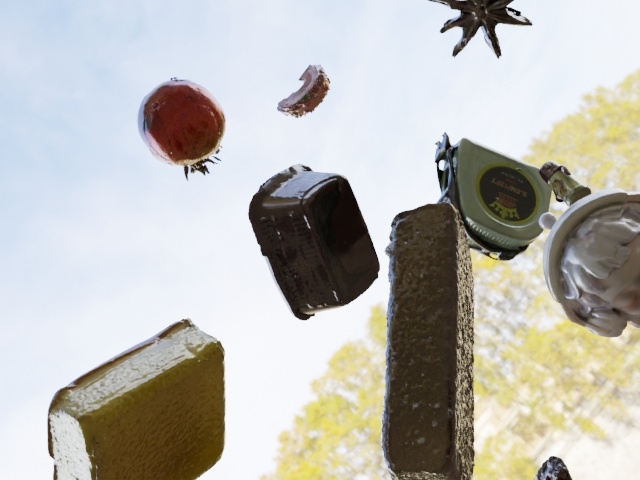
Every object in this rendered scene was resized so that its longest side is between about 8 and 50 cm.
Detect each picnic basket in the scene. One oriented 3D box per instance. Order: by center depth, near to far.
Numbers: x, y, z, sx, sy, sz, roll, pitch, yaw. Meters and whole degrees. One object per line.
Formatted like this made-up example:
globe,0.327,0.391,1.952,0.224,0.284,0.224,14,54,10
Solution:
picnic basket,0.000,0.000,1.624,0.222,0.129,0.297,-38,-66,-41

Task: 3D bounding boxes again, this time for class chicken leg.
chicken leg,0.601,0.698,2.042,0.083,0.322,0.177,-1,-3,-9

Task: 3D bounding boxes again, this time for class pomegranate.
pomegranate,-0.321,-0.264,1.947,0.210,0.210,0.235,-39,-54,-23

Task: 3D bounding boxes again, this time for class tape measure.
tape measure,0.311,-0.074,1.591,0.115,0.235,0.207,123,168,-62

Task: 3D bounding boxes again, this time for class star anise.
star anise,0.406,-0.590,2.118,0.088,0.288,0.288,-83,18,-67

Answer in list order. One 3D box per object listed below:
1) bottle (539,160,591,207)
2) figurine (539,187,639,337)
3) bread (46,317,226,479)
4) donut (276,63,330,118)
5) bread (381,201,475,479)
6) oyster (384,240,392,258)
bottle,0.413,-0.098,1.417,0.047,0.101,0.063,4,-54,-38
figurine,0.342,0.041,0.888,0.162,0.237,0.141,-53,3,12
bread,-0.323,0.347,1.517,0.333,0.143,0.323,-27,-48,-44
donut,-0.029,-0.382,2.152,0.166,0.117,0.065,-52,-54,-4
bread,0.155,0.154,1.173,0.165,0.113,0.416,58,-149,-48
oyster,0.213,0.011,1.738,0.163,0.191,0.081,-16,-86,-34
